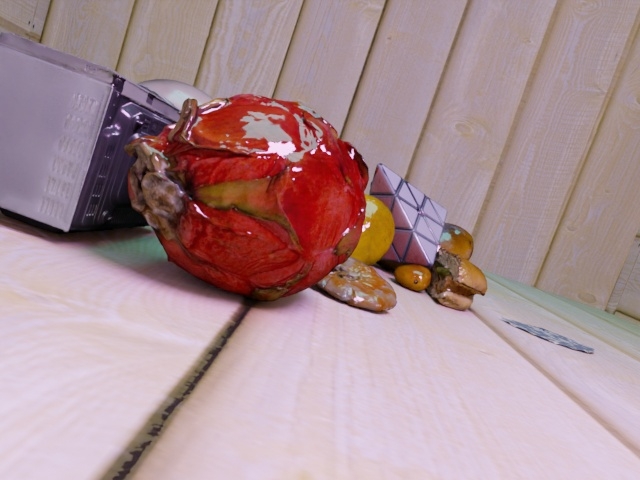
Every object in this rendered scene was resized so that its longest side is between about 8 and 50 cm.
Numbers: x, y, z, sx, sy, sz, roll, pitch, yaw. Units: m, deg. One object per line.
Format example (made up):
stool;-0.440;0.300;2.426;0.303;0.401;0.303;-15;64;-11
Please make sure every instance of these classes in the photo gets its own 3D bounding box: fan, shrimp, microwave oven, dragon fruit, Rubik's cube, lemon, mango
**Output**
fan;0.563;0.235;1.168;0.240;0.009;0.131;19;7;5
shrimp;0.021;0.058;0.900;0.154;0.062;0.294;7;14;-37
microwave oven;-0.326;-0.135;0.717;0.181;0.238;0.295;19;4;2
dragon fruit;-0.078;-0.059;0.649;0.277;0.278;0.342;22;25;29
Rubik's cube;0.228;-0.048;1.345;0.233;0.228;0.229;20;-8;10
lemon;0.108;-0.026;1.238;0.170;0.207;0.170;24;-32;16
mango;0.312;0.028;1.454;0.316;0.146;0.193;-5;25;-4
mango;0.231;0.092;1.209;0.080;0.061;0.114;2;12;-17

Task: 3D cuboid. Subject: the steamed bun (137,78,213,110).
steamed bun;-0.385;-0.252;1.231;0.333;0.334;0.374;16;3;-20

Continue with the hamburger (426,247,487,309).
hamburger;0.341;0.097;1.192;0.130;0.124;0.262;20;7;1
